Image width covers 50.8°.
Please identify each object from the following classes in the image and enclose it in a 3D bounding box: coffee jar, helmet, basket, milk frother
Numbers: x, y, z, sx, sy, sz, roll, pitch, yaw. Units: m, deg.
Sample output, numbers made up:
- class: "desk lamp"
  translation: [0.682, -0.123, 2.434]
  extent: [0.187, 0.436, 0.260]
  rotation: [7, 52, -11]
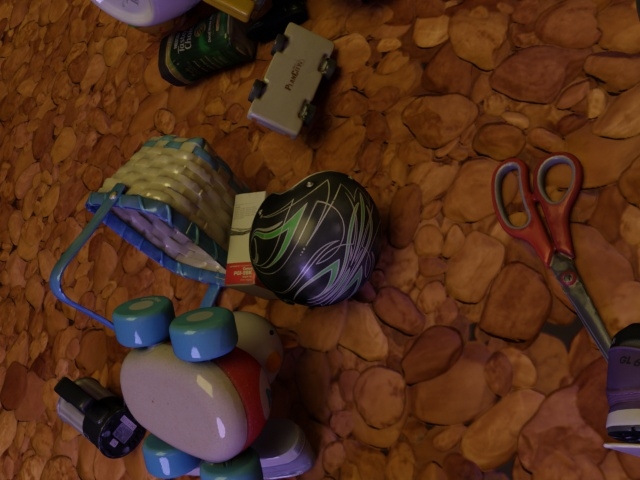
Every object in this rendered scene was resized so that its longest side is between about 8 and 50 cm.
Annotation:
- class: "coffee jar"
  translation: [-0.206, -0.342, 1.198]
  extent: [0.184, 0.079, 0.096]
  rotation: [-13, 66, 33]
- class: "helmet"
  translation: [0.000, 0.000, 0.870]
  extent: [0.161, 0.169, 0.169]
  rotation: [-14, 65, 50]
- class: "basket"
  translation: [-0.221, 0.013, 0.979]
  extent: [0.201, 0.255, 0.289]
  rotation: [3, 57, 36]
- class: "milk frother"
  translation: [-0.335, 0.248, 1.085]
  extent: [0.134, 0.129, 0.143]
  rotation: [18, 42, 39]

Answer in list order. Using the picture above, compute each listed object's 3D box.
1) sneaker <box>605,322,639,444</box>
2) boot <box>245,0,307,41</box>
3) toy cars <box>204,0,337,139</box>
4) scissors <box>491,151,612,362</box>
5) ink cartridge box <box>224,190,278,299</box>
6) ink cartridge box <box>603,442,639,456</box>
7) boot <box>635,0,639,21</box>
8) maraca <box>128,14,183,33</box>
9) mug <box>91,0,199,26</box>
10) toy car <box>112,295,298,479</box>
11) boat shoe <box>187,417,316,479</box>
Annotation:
- class: "sneaker"
  translation: [0.392, 0.112, 0.577]
  extent: [0.283, 0.107, 0.124]
  rotation: [-6, 61, 32]
- class: "boot"
  translation: [-0.075, -0.401, 1.144]
  extent: [0.121, 0.045, 0.099]
  rotation: [-18, 66, 23]
- class: "toy cars"
  translation: [-0.087, -0.325, 1.056]
  extent: [0.394, 0.176, 0.087]
  rotation: [69, 156, 13]
- class: "scissors"
  translation: [0.263, 0.031, 0.756]
  extent: [0.109, 0.021, 0.297]
  rotation: [-18, 65, 28]
- class: "ink cartridge box"
  translation: [-0.078, 0.009, 0.963]
  extent: [0.056, 0.099, 0.135]
  rotation: [-5, 71, 33]
- class: "ink cartridge box"
  translation: [0.400, 0.217, 0.462]
  extent: [0.353, 0.207, 0.119]
  rotation: [-6, 69, 36]
- class: "boot"
  translation: [0.377, -0.121, 0.661]
  extent: [0.112, 0.115, 0.305]
  rotation: [-8, 67, 28]
- class: "maraca"
  translation: [-0.309, -0.472, 1.315]
  extent: [0.127, 0.099, 0.186]
  rotation: [-1, 48, 28]
- class: "mug"
  translation: [-0.249, -0.548, 1.094]
  extent: [0.328, 0.276, 0.374]
  rotation: [-63, 14, -20]
- class: "toy car"
  translation: [-0.106, 0.159, 0.855]
  extent: [0.210, 0.238, 0.219]
  rotation: [4, 110, 39]
- class: "boat shoe"
  translation: [-0.111, 0.288, 0.898]
  extent: [0.227, 0.081, 0.079]
  rotation: [-11, 39, 27]
